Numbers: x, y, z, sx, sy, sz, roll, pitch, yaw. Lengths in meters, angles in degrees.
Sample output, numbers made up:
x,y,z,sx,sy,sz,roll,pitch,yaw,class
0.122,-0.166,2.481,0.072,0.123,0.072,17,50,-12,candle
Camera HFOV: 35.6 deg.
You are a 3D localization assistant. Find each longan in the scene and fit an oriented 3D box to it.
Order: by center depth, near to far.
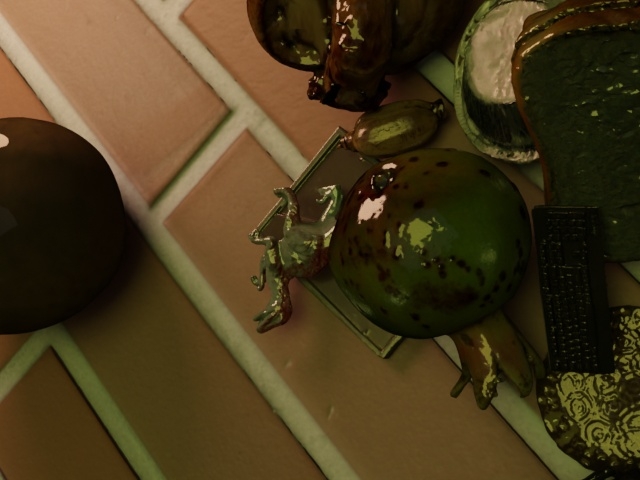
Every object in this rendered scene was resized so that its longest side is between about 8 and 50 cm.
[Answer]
x,y,z,sx,sy,sz,roll,pitch,yaw,class
-0.429,-0.017,1.379,0.319,0.319,0.318,-5,79,27,longan

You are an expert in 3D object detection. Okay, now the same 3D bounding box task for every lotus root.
x,y,z,sx,sy,sz,roll,pitch,yaw,class
0.087,-0.136,1.245,0.152,0.063,0.072,-15,48,19,lotus root

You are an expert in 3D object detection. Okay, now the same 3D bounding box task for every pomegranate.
x,y,z,sx,sy,sz,roll,pitch,yaw,class
0.123,0.041,1.115,0.231,0.231,0.285,1,112,28,pomegranate

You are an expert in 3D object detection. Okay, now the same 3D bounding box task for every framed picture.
x,y,z,sx,sy,sz,roll,pitch,yaw,class
0.051,0.000,1.265,0.260,0.023,0.189,43,101,27,framed picture

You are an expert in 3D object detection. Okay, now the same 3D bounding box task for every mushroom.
x,y,z,sx,sy,sz,roll,pitch,yaw,class
0.042,-0.299,1.223,0.263,0.195,0.283,13,91,-7,mushroom

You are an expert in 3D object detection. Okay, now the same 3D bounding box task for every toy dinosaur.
x,y,z,sx,sy,sz,roll,pitch,yaw,class
0.000,0.000,1.251,0.242,0.053,0.167,-23,71,21,toy dinosaur

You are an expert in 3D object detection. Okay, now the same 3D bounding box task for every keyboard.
x,y,z,sx,sy,sz,roll,pitch,yaw,class
0.271,0.056,1.069,0.074,0.015,0.196,3,113,33,keyboard

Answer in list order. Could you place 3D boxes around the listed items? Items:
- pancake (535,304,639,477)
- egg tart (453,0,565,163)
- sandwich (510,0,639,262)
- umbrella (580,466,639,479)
x,y,z,sx,sy,sz,roll,pitch,yaw,class
0.334,0.165,1.090,0.199,0.021,0.199,-5,78,27,pancake
0.239,-0.204,1.144,0.234,0.094,0.234,-10,75,40,egg tart
0.341,-0.112,0.995,0.271,0.301,0.099,-7,35,27,sandwich
0.332,0.253,1.001,0.358,0.113,0.106,-25,89,14,umbrella
